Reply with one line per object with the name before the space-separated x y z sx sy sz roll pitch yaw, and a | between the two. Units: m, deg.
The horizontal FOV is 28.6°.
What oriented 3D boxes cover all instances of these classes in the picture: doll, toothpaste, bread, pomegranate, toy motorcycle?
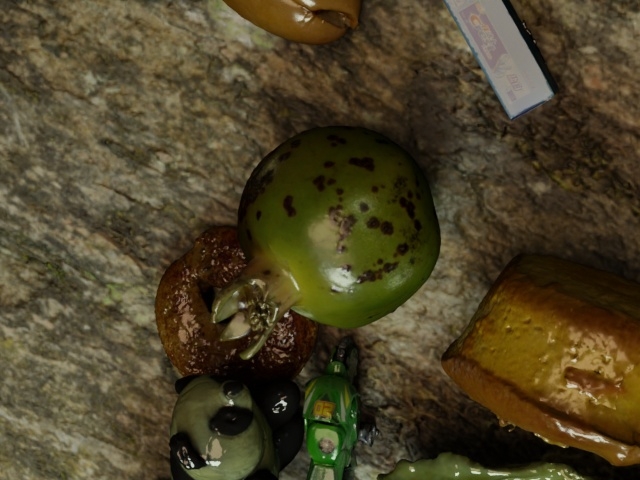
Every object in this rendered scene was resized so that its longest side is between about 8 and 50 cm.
doll | -0.087 0.217 1.260 0.135 0.234 0.143 5 62 1
toothpaste | 0.132 -0.242 1.160 0.053 0.066 0.272 -28 96 20
bread | -0.088 0.079 1.309 0.193 0.064 0.193 4 104 16
pomegranate | 0.003 0.011 1.187 0.198 0.198 0.246 26 86 6
bread | -0.045 -0.259 1.199 0.189 0.077 0.114 39 106 4
toy motorcycle | 0.015 0.197 1.290 0.074 0.106 0.190 7 105 13
bread | 0.246 0.105 1.133 0.268 0.268 0.145 18 102 9

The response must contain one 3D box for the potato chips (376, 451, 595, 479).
potato chips | 0.241 0.356 1.273 0.389 0.097 0.373 7 124 9
